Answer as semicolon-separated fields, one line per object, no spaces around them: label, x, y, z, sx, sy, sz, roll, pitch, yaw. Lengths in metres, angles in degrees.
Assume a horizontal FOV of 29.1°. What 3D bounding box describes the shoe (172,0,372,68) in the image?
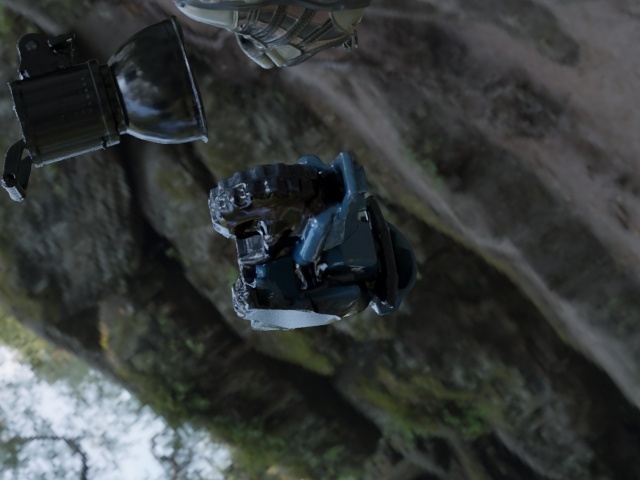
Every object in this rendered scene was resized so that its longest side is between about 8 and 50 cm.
shoe;-0.037;-0.191;0.989;0.180;0.092;0.089;-7;-130;-21

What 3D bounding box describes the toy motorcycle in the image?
toy motorcycle;0.000;0.000;1.416;0.416;0.232;0.172;85;175;-67

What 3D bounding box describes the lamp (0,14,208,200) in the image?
lamp;-0.254;-0.157;1.362;0.147;0.227;0.172;129;126;-79
